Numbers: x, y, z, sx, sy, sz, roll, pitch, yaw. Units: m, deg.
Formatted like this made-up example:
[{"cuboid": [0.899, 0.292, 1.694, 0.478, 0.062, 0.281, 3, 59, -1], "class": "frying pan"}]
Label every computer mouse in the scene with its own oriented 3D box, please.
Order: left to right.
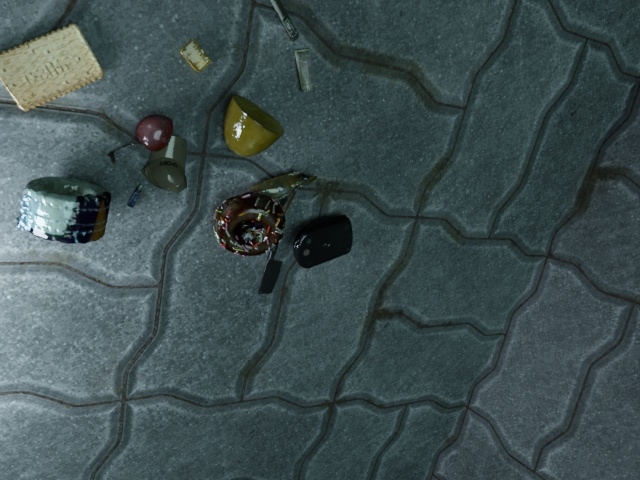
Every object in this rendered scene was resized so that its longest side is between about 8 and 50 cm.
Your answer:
[{"cuboid": [0.000, 0.000, 1.973, 0.269, 0.100, 0.170, -17, 125, -27], "class": "computer mouse"}]

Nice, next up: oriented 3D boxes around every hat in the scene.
[{"cuboid": [-0.482, -0.248, 1.595, 0.147, 0.085, 0.175, 5, 112, -30], "class": "hat"}]

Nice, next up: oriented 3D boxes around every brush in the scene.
[{"cuboid": [-0.122, -0.725, 1.596, 0.034, 0.027, 0.190, -40, 125, -8], "class": "brush"}]

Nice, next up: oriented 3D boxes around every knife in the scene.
[{"cuboid": [-0.187, 0.104, 1.976, 0.072, 0.019, 0.245, 3, 115, -34], "class": "knife"}]

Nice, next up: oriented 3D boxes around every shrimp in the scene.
[{"cuboid": [-0.150, -0.159, 1.837, 0.317, 0.077, 0.168, -22, 132, -13], "class": "shrimp"}]

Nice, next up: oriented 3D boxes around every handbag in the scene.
[{"cuboid": [-0.380, -0.564, 1.532, 0.061, 0.027, 0.083, -42, 125, -3], "class": "handbag"}]

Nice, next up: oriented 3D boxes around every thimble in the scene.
[{"cuboid": [-0.736, -0.091, 1.446, 0.237, 0.237, 0.150, 7, 107, -31], "class": "thimble"}]

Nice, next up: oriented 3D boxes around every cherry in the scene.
[{"cuboid": [-0.541, -0.299, 1.533, 0.225, 0.090, 0.107, -41, 92, 5], "class": "cherry"}]

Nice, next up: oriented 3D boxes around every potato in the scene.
[{"cuboid": [-0.242, -0.355, 1.640, 0.158, 0.178, 0.203, -46, 153, 17], "class": "potato"}]

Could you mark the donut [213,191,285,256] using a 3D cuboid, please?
[{"cuboid": [-0.247, -0.049, 1.769, 0.269, 0.103, 0.270, -7, 134, -8], "class": "donut"}]

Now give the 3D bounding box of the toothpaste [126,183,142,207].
[{"cuboid": [-0.599, -0.144, 1.623, 0.083, 0.019, 0.027, -58, 150, 8], "class": "toothpaste"}]

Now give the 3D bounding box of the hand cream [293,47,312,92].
[{"cuboid": [-0.056, -0.576, 1.706, 0.061, 0.039, 0.143, -12, 110, -16], "class": "hand cream"}]

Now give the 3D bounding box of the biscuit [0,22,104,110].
[{"cuboid": [-0.744, -0.474, 1.373, 0.249, 0.030, 0.160, -31, 125, -13], "class": "biscuit"}]
